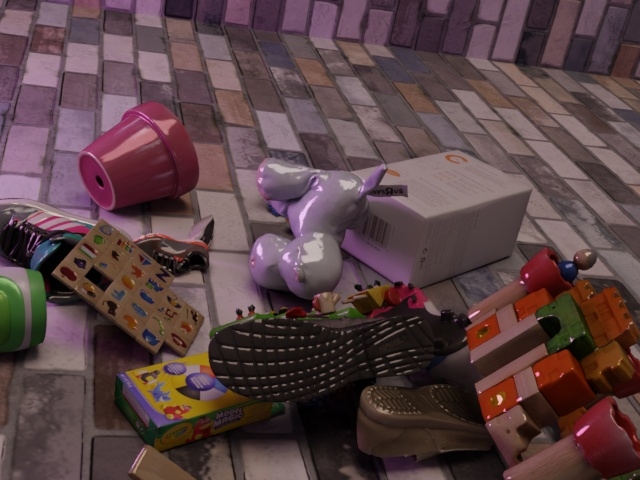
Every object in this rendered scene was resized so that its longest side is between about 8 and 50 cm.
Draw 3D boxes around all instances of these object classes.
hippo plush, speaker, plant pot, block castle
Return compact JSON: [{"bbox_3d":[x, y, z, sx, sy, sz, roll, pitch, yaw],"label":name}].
[{"bbox_3d":[0.000,0.000,1.679,0.294,0.236,0.234,7,-14,26],"label":"hippo plush"},{"bbox_3d":[-0.551,0.104,1.321,0.297,0.131,0.131,-2,30,-26],"label":"speaker"},{"bbox_3d":[-0.372,-0.154,1.843,0.180,0.201,0.201,-31,47,-33],"label":"plant pot"},{"bbox_3d":[0.376,0.221,1.242,0.303,0.213,0.453,48,19,-19],"label":"block castle"}]

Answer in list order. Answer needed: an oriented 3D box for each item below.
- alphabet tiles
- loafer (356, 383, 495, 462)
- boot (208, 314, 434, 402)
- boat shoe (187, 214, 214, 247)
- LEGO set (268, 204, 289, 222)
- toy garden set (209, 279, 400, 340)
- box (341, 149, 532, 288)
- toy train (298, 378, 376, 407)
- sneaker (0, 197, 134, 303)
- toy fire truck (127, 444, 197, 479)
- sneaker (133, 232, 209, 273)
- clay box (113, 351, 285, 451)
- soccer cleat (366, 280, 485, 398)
[{"bbox_3d":[-0.292,0.081,1.477,0.237,0.009,0.198,40,25,-10],"label":"alphabet tiles"},{"bbox_3d":[0.152,0.268,1.340,0.269,0.092,0.102,14,24,-33],"label":"loafer"},{"bbox_3d":[-0.020,0.171,1.371,0.338,0.118,0.223,2,-6,-20],"label":"boot"},{"bbox_3d":[-0.223,-0.012,1.779,0.046,0.038,0.125,-29,18,12],"label":"boat shoe"},{"bbox_3d":[-0.049,-0.076,1.914,0.227,0.087,0.093,26,15,25],"label":"LEGO set"},{"bbox_3d":[-0.018,0.105,1.435,0.204,0.049,0.244,-22,-16,41],"label":"toy garden set"},{"bbox_3d":[0.232,-0.051,1.897,0.345,0.168,0.215,-15,37,-41],"label":"box"},{"bbox_3d":[0.027,0.227,1.422,0.158,0.036,0.027,-9,-2,-40],"label":"toy train"},{"bbox_3d":[-0.468,0.021,1.534,0.296,0.123,0.178,11,17,-5],"label":"sneaker"},{"bbox_3d":[-0.112,0.346,1.033,0.246,0.158,0.217,8,25,19],"label":"toy fire truck"},{"bbox_3d":[-0.271,0.028,1.661,0.158,0.061,0.065,-1,36,-23],"label":"sneaker"},{"bbox_3d":[-0.168,0.220,1.335,0.222,0.053,0.127,-12,36,-37],"label":"clay box"},{"bbox_3d":[0.176,0.170,1.536,0.116,0.143,0.331,-34,20,-11],"label":"soccer cleat"}]
